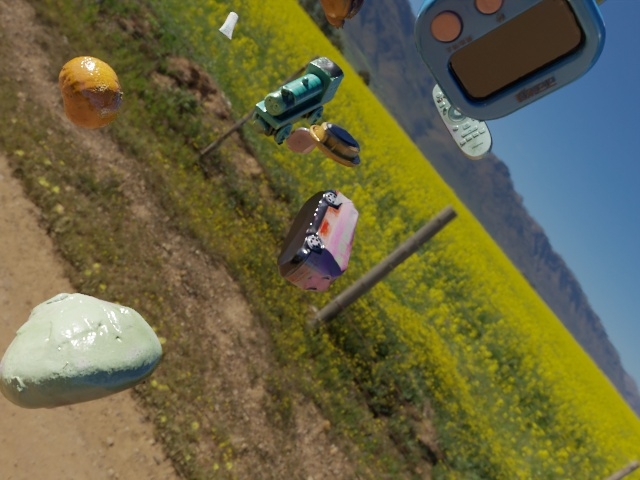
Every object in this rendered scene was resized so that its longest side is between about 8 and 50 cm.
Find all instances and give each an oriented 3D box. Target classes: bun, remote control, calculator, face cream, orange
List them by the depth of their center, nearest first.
[{"bbox_3d":[-0.450,0.188,1.196,0.293,0.292,0.187,-14,100,-78],"label":"bun"},{"bbox_3d":[0.375,-0.321,1.694,0.045,0.097,0.256,33,34,-64],"label":"remote control"},{"bbox_3d":[-0.243,-0.575,1.715,0.038,0.020,0.115,33,39,-22],"label":"face cream"},{"bbox_3d":[-0.630,-0.405,1.767,0.193,0.161,0.194,35,-49,52],"label":"orange"},{"bbox_3d":[-0.068,-0.348,2.266,0.103,0.024,0.166,28,-27,-16],"label":"calculator"}]

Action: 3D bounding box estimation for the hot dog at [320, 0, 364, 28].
[{"bbox_3d":[0.017,-0.548,1.135,0.135,0.100,0.338,-59,146,-64],"label":"hot dog"}]

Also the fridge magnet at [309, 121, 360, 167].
[{"bbox_3d":[0.037,-0.224,1.494,0.143,0.063,0.143,30,25,-16],"label":"fridge magnet"}]

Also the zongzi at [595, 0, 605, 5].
[{"bbox_3d":[0.676,-0.579,1.347,0.289,0.154,0.318,17,-25,28],"label":"zongzi"}]

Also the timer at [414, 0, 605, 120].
[{"bbox_3d":[0.381,-0.425,1.317,0.309,0.340,0.115,51,31,-23],"label":"timer"}]

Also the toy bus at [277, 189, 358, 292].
[{"bbox_3d":[0.000,0.000,1.672,0.147,0.127,0.303,37,42,-17],"label":"toy bus"}]

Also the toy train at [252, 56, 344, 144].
[{"bbox_3d":[-0.069,-0.403,1.843,0.120,0.194,0.298,43,46,9],"label":"toy train"}]
